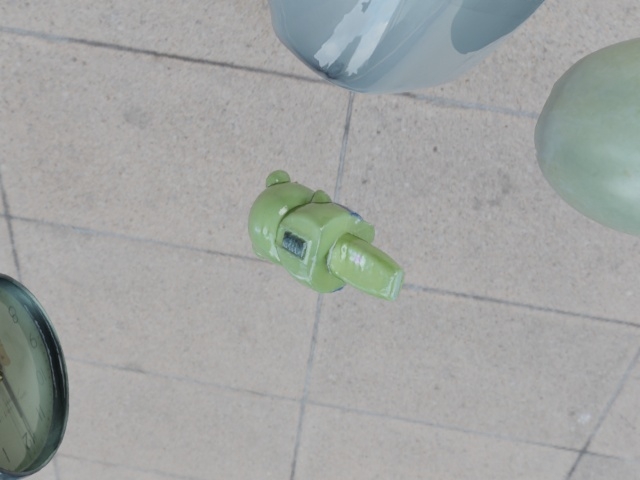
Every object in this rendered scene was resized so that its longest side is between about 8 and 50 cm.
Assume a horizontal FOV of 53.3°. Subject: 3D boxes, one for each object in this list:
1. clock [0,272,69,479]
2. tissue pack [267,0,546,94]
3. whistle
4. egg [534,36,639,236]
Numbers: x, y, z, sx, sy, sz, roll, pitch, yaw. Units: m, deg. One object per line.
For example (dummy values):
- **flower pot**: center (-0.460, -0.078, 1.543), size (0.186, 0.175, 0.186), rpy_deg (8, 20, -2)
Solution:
- **clock**: center (-0.340, 0.142, 0.667), size (0.049, 0.226, 0.226), rpy_deg (-17, 121, 5)
- **tissue pack**: center (0.032, -0.287, 0.431), size (0.333, 0.229, 0.236), rpy_deg (53, 132, 16)
- **whistle**: center (0.000, 0.000, 0.658), size (0.227, 0.085, 0.105), rpy_deg (27, 111, 42)
- **egg**: center (0.313, -0.085, 0.564), size (0.183, 0.217, 0.183), rpy_deg (-21, 128, -30)
